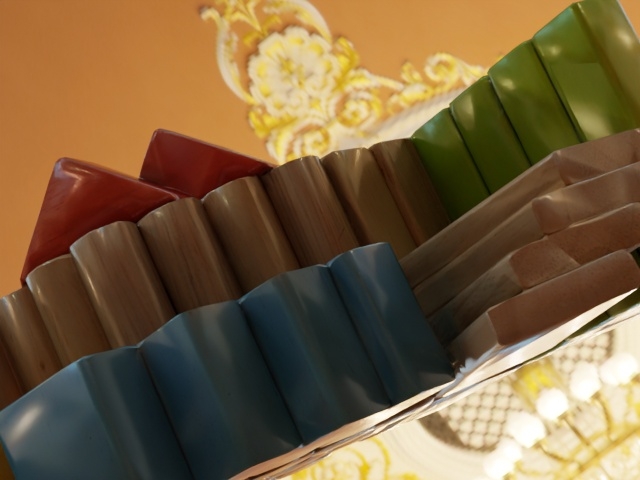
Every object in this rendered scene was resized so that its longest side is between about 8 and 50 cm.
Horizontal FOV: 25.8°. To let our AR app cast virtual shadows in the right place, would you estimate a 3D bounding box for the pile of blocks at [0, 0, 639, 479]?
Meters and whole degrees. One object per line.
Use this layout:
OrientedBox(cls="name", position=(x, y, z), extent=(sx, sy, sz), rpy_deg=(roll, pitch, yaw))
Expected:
OrientedBox(cls="pile of blocks", position=(0.000, 0.000, 0.405), extent=(0.362, 0.149, 0.112), rpy_deg=(-22, -101, -15))
